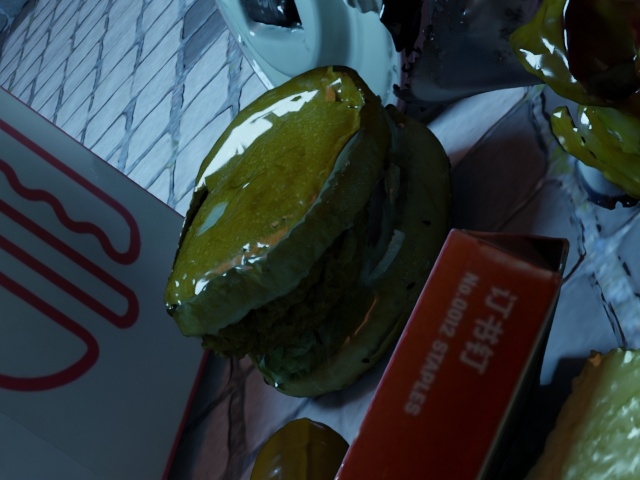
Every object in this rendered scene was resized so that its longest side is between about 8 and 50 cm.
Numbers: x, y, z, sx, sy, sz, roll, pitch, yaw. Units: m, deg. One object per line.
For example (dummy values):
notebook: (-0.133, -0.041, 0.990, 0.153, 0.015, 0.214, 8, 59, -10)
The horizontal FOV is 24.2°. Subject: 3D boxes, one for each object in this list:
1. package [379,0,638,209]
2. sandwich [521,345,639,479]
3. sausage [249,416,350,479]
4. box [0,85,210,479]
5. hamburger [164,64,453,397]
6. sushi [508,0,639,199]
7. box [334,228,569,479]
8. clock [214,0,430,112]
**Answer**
package: (0.144, -0.153, 0.636, 0.269, 0.194, 0.071, -64, 27, 4)
sandwich: (0.105, 0.099, 0.503, 0.193, 0.058, 0.162, -40, 24, 37)
sausage: (-0.011, 0.147, 0.664, 0.183, 0.054, 0.062, -85, 1, -51)
box: (-0.278, 0.095, 0.932, 0.314, 0.312, 0.300, -36, 27, 39)
hamburger: (0.000, 0.000, 0.802, 0.177, 0.113, 0.185, -54, 29, -17)
sushi: (0.146, -0.099, 0.475, 0.204, 0.200, 0.213, -40, 22, -7)
box: (0.029, 0.112, 0.563, 0.123, 0.050, 0.229, 88, -153, -65)
clock: (-0.018, -0.171, 0.934, 0.056, 0.244, 0.244, -28, 14, -20)
